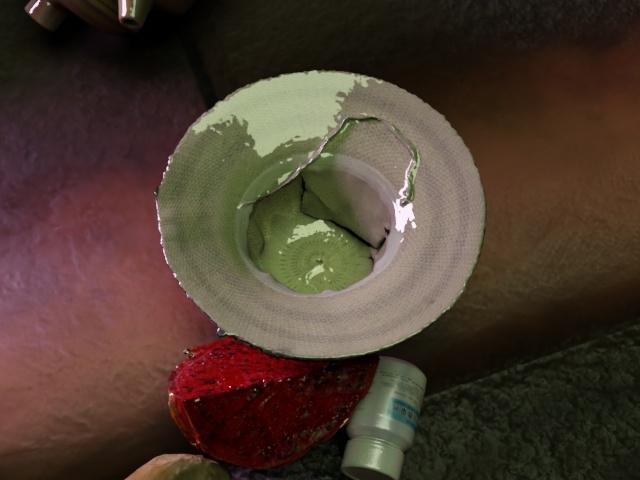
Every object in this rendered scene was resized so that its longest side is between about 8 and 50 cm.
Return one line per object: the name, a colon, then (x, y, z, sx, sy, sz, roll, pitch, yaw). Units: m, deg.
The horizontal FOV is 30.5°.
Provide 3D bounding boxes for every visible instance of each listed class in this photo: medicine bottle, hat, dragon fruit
medicine bottle: (0.047, 0.136, 0.886, 0.052, 0.052, 0.089, 16, 64, 0)
hat: (0.000, 0.000, 0.912, 0.252, 0.110, 0.252, 0, 62, 1)
dragon fruit: (-0.046, 0.116, 0.872, 0.162, 0.106, 0.083, -15, 112, -26)

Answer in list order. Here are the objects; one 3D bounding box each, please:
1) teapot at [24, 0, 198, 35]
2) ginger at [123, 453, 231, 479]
teapot: (-0.187, -0.256, 0.980, 0.175, 0.185, 0.267, -49, 45, 5)
ginger: (-0.106, 0.271, 0.778, 0.149, 0.065, 0.258, 8, 68, -42)
